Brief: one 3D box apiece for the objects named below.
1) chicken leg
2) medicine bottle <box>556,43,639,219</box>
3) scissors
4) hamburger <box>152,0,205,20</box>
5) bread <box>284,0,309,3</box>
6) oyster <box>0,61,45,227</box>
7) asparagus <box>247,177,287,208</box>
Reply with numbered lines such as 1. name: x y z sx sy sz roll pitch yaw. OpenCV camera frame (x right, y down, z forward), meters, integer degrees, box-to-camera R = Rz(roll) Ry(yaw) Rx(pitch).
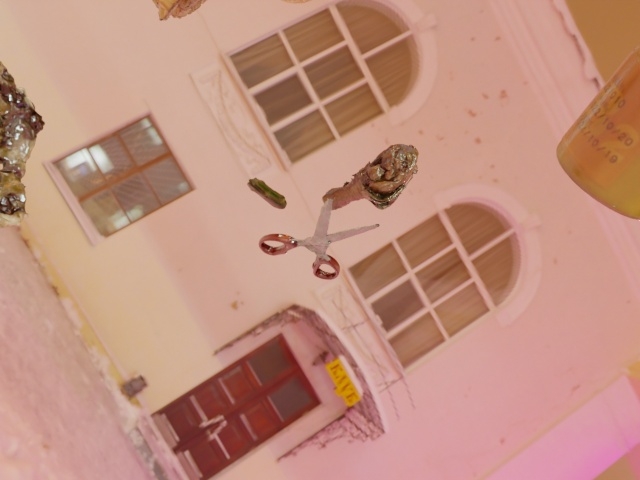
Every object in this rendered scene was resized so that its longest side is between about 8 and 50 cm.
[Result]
1. chicken leg: 0.091 -0.100 1.113 0.080 0.196 0.125 50 18 -16
2. medicine bottle: 0.614 -0.241 1.098 0.224 0.224 0.384 52 -50 27
3. scissors: 0.000 0.000 0.966 0.144 0.017 0.247 25 -26 -13
4. hamburger: -0.104 -0.346 0.671 0.131 0.262 0.124 56 30 -6
5. bread: -0.049 -0.577 1.252 0.197 0.197 0.170 59 8 2
6. oyster: -0.433 -0.127 0.709 0.083 0.222 0.214 172 -76 -68
7. asparagus: -0.089 -0.080 1.026 0.021 0.025 0.108 26 -6 35
